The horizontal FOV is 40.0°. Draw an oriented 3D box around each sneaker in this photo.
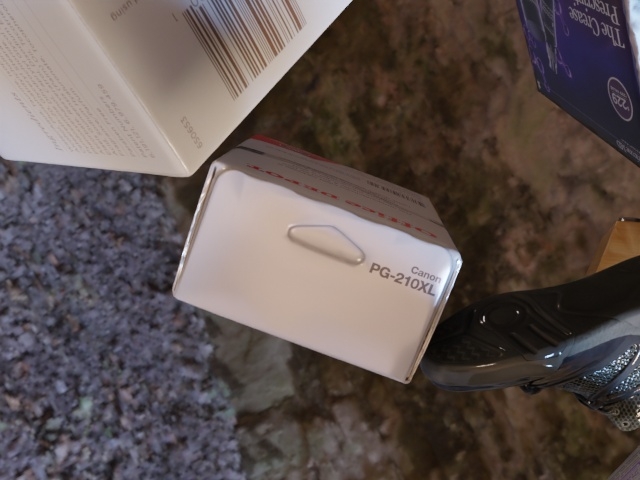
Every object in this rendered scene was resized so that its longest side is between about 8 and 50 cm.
[{"bbox_3d":[0.185,0.096,0.661,0.087,0.228,0.130,-129,-151,-56],"label":"sneaker"}]

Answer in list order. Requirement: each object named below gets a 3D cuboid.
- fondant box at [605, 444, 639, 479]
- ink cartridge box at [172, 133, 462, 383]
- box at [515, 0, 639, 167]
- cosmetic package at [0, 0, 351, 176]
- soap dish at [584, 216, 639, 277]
[{"bbox_3d":[0.159,0.269,0.493,0.096,0.238,0.330,40,14,9],"label":"fondant box"},{"bbox_3d":[0.000,0.000,0.671,0.172,0.100,0.237,20,11,-2],"label":"ink cartridge box"},{"bbox_3d":[0.267,-0.193,0.788,0.261,0.103,0.184,-110,175,-63],"label":"box"},{"bbox_3d":[-0.250,-0.302,0.985,0.394,0.329,0.327,8,-39,43],"label":"cosmetic package"},{"bbox_3d":[0.436,0.047,1.057,0.291,0.229,0.118,16,80,-75],"label":"soap dish"}]
